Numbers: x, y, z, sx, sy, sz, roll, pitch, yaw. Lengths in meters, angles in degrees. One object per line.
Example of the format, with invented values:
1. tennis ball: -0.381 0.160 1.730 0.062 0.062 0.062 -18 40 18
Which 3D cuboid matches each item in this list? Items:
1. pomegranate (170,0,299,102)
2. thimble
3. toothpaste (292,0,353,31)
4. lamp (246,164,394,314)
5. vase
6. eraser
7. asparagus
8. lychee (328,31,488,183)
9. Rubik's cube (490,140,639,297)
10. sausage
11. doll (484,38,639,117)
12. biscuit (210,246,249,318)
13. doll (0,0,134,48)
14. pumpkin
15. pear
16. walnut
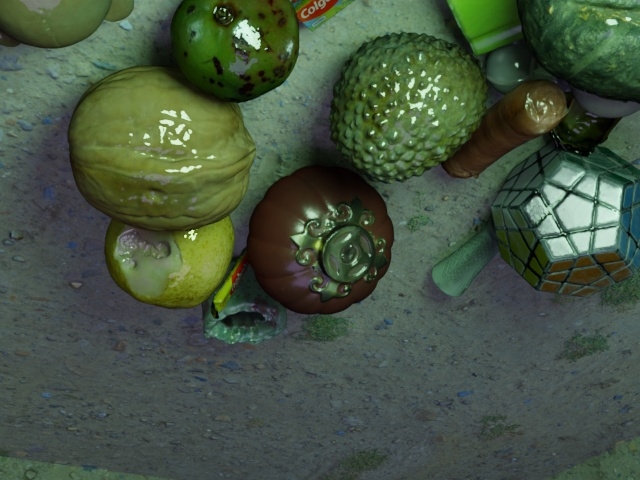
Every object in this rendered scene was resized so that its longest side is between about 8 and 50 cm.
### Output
1. pomegranate: -0.129 -0.305 1.242 0.202 0.202 0.248 -7 174 3
2. thimble: -0.188 0.149 1.871 0.210 0.149 0.185 -17 144 15
3. toothpaste: 0.036 -0.406 1.218 0.193 0.044 0.070 -29 136 30
4. lamp: 0.000 0.000 1.574 0.303 0.257 0.303 -7 106 -26
5. vase: 0.356 0.033 1.820 0.096 0.096 0.219 15 137 -25
6. eraser: 0.326 -0.414 1.200 0.274 0.092 0.210 -21 140 19
7. asparagus: 0.521 -0.296 1.367 0.128 0.108 0.382 13 140 -13
8. lychee: 0.144 -0.219 1.303 0.255 0.274 0.255 22 163 7
9. Rubik's cube: 0.500 -0.043 1.572 0.264 0.319 0.319 6 157 42
10. sausage: 0.306 -0.185 1.379 0.094 0.094 0.419 46 167 -1
11. doll: 0.398 -0.279 1.293 0.287 0.151 0.151 14 158 37
12. biscuit: -0.151 0.035 1.625 0.026 0.292 0.048 22 147 12
13. doll: -0.392 -0.404 1.066 0.235 0.174 0.330 -15 144 -4
14. pumpkin: 0.420 -0.325 1.032 0.327 0.292 0.257 22 155 -20
15. pear: -0.296 0.001 1.575 0.271 0.271 0.271 -3 144 -2
16. walnut: -0.267 -0.154 1.351 0.312 0.277 0.252 -1 176 -10
